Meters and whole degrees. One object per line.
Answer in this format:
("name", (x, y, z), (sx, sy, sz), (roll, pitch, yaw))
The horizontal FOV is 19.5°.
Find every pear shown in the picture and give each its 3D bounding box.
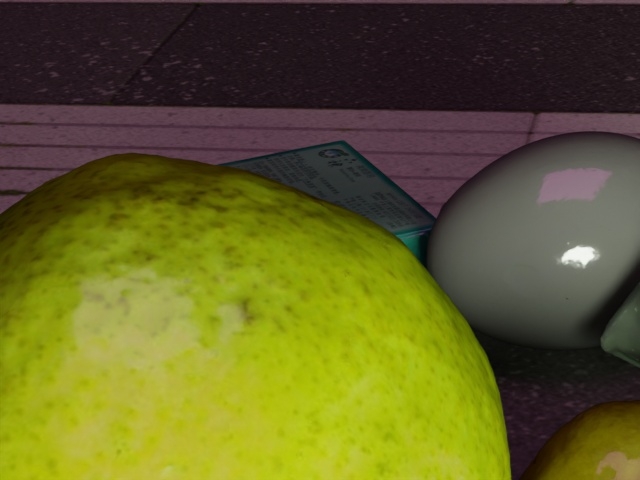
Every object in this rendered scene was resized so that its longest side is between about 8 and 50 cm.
("pear", (-0.086, 0.153, 1.025), (0.391, 0.391, 0.391), (-3, 24, 1))
("pear", (0.189, 0.174, 1.157), (0.148, 0.149, 0.162), (0, 36, 9))

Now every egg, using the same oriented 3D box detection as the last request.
("egg", (0.199, 0.003, 1.517), (0.231, 0.176, 0.176), (-14, 25, -4))

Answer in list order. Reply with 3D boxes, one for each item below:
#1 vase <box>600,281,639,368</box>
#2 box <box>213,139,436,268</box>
("vase", (0.333, 0.105, 1.265), (0.251, 0.156, 0.301), (-10, 21, 4))
("box", (0.000, 0.000, 1.656), (0.153, 0.092, 0.245), (-12, 24, -16))
